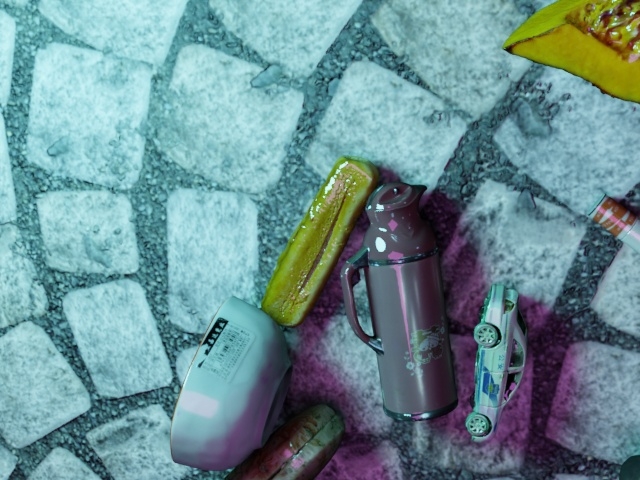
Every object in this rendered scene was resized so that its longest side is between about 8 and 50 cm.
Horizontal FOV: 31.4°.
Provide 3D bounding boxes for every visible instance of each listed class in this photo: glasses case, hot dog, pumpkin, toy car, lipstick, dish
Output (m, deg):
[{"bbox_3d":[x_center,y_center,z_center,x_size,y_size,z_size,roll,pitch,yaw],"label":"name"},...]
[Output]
[{"bbox_3d":[-0.120,0.404,1.739,0.098,0.156,0.425,45,113,5],"label":"glasses case"},{"bbox_3d":[0.001,0.002,1.635,0.088,0.061,0.286,35,114,4],"label":"hot dog"},{"bbox_3d":[0.387,-0.245,1.437,0.279,0.111,0.163,-19,115,19],"label":"pumpkin"},{"bbox_3d":[0.249,0.176,1.599,0.076,0.090,0.224,5,108,9],"label":"toy car"},{"bbox_3d":[0.420,-0.009,1.519,0.131,0.038,0.038,38,113,3],"label":"lipstick"},{"bbox_3d":[-0.116,0.216,1.631,0.117,0.256,0.256,19,110,7],"label":"dish"}]

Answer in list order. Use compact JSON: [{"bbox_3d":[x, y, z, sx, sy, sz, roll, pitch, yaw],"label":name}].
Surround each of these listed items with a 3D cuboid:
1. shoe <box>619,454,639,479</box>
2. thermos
[{"bbox_3d":[0.520,0.335,1.520,0.237,0.171,0.384,10,116,9],"label":"shoe"},{"bbox_3d":[0.106,0.081,1.598,0.136,0.109,0.330,-6,104,9],"label":"thermos"}]
